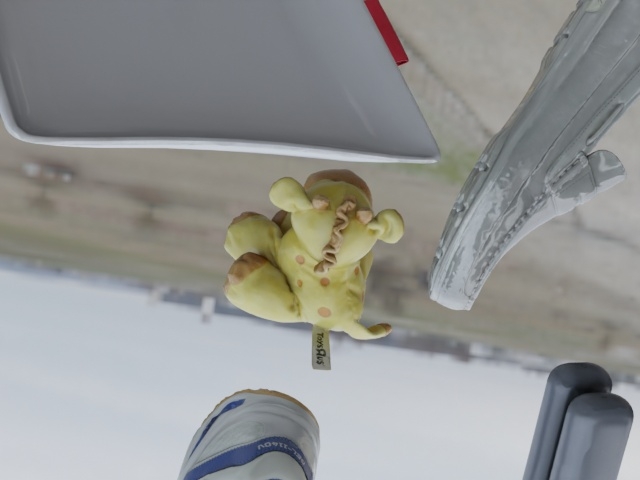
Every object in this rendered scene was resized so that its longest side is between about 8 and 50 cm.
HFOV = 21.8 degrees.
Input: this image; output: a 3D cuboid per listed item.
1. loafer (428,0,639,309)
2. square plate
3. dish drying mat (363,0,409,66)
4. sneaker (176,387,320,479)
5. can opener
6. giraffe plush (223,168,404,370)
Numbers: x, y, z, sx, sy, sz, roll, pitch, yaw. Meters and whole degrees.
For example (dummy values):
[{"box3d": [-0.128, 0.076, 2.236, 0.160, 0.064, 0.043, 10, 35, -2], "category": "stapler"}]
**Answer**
[{"box3d": [0.200, -0.071, 1.374, 0.111, 0.319, 0.112, 32, -175, -1], "category": "loafer"}, {"box3d": [-0.117, -0.181, 1.236, 0.344, 0.347, 0.049, 1, 139, -34], "category": "square plate"}, {"box3d": [0.048, -0.177, 1.432, 0.032, 0.083, 0.008, -21, 141, -2], "category": "dish drying mat"}, {"box3d": [-0.090, 0.248, 1.164, 0.112, 0.296, 0.131, 19, -161, -9], "category": "sneaker"}, {"box3d": [0.143, 0.214, 1.138, 0.093, 0.280, 0.074, 4, -152, -20], "category": "can opener"}, {"box3d": [0.000, 0.000, 1.710, 0.181, 0.170, 0.210, -5, -136, -21], "category": "giraffe plush"}]
